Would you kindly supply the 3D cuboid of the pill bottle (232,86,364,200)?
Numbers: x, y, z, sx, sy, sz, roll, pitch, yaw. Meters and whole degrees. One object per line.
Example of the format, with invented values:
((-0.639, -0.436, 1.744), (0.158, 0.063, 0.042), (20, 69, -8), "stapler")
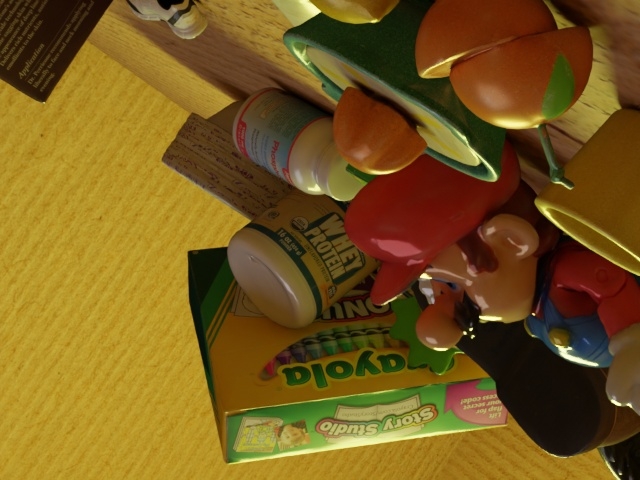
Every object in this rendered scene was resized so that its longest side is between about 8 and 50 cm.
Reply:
((-0.018, -0.102, 1.305), (0.160, 0.087, 0.087), (32, 178, 42), "pill bottle")

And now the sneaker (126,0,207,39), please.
((-0.151, -0.230, 1.142), (0.109, 0.040, 0.043), (29, 160, 37), "sneaker")

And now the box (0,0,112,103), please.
((-0.377, -0.292, 1.369), (0.203, 0.168, 0.167), (35, 179, -42), "box")

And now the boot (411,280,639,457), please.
((0.172, 0.050, 1.034), (0.115, 0.112, 0.305), (-2, -131, -41), "boot")

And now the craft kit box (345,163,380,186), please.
((0.175, 0.003, 1.236), (0.247, 0.061, 0.250), (30, 177, 32), "craft kit box")

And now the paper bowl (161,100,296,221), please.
((-0.080, -0.099, 1.776), (0.284, 0.148, 0.284), (34, 178, 1), "paper bowl")

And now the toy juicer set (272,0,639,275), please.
((0.019, -0.092, 0.603), (0.329, 0.089, 0.209), (33, 179, 44), "toy juicer set")

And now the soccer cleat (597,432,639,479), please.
((0.419, 0.264, 1.418), (0.318, 0.108, 0.116), (32, -176, -25), "soccer cleat")

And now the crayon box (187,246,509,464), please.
((0.028, 0.123, 1.558), (0.363, 0.106, 0.313), (-6, -143, -12), "crayon box")

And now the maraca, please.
((0.165, 0.077, 1.421), (0.127, 0.186, 0.099), (57, -162, 20), "maraca")

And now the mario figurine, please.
((0.156, 0.058, 0.836), (0.320, 0.170, 0.198), (26, 145, -7), "mario figurine")

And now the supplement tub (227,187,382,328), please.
((0.000, 0.000, 1.487), (0.144, 0.200, 0.144), (39, 153, 25), "supplement tub")
